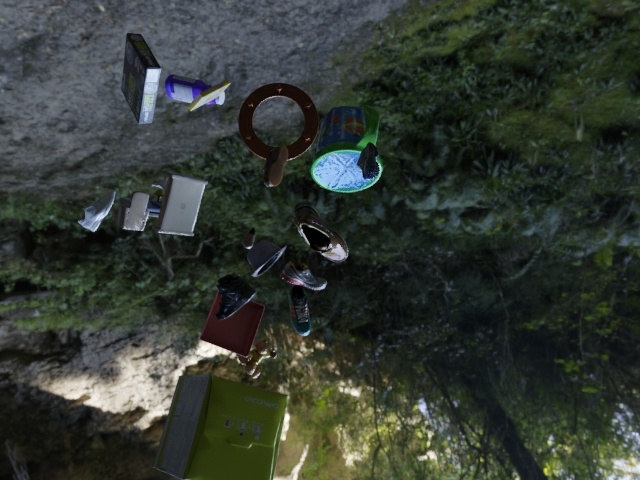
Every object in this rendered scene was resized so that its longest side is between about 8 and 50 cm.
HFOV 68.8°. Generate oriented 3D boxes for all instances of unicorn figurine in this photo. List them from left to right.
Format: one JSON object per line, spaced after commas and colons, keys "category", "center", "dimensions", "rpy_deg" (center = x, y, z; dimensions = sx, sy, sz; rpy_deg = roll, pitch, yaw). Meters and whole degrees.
{"category": "unicorn figurine", "center": [-0.660, -0.235, 2.010], "dimensions": [0.111, 0.060, 0.162], "rpy_deg": [-23, -134, -20]}

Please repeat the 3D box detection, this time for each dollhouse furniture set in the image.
{"category": "dollhouse furniture set", "center": [-0.591, -0.164, 1.619], "dimensions": [0.303, 0.198, 0.286], "rpy_deg": [24, -169, 40]}

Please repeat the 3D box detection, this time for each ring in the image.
{"category": "ring", "center": [-0.174, -0.494, 1.936], "dimensions": [0.336, 0.337, 0.032], "rpy_deg": [-12, 175, -4]}

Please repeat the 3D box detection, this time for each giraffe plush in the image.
{"category": "giraffe plush", "center": [-0.323, 0.591, 2.413], "dimensions": [0.170, 0.181, 0.210], "rpy_deg": [-34, 165, -10]}

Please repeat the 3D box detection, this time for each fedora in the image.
{"category": "fedora", "center": [-0.311, 0.078, 2.545], "dimensions": [0.243, 0.124, 0.275], "rpy_deg": [-42, 175, -23]}

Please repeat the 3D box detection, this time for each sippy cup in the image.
{"category": "sippy cup", "center": [0.084, -0.316, 1.561], "dimensions": [0.305, 0.240, 0.224], "rpy_deg": [-14, -122, 25]}

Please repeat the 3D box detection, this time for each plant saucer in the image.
{"category": "plant saucer", "center": [-0.413, 0.380, 2.180], "dimensions": [0.259, 0.259, 0.047], "rpy_deg": [30, 155, -29]}

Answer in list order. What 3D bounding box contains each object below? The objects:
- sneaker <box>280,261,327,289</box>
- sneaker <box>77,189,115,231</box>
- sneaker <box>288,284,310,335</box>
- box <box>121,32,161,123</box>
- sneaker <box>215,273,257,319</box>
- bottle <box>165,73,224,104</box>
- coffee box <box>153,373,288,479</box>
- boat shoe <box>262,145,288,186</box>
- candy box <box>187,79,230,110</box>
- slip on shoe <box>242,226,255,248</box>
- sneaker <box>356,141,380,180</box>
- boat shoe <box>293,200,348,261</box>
{"category": "sneaker", "center": [-0.061, 0.155, 2.040], "dimensions": [0.225, 0.093, 0.088], "rpy_deg": [20, -174, -33]}
{"category": "sneaker", "center": [-0.982, -0.142, 2.049], "dimensions": [0.212, 0.094, 0.080], "rpy_deg": [-54, -150, 8]}
{"category": "sneaker", "center": [-0.122, 0.390, 2.680], "dimensions": [0.108, 0.303, 0.121], "rpy_deg": [-9, 152, -17]}
{"category": "box", "center": [-0.717, -0.637, 1.856], "dimensions": [0.060, 0.216, 0.270], "rpy_deg": [-15, 152, -37]}
{"category": "sneaker", "center": [-0.339, 0.203, 1.718], "dimensions": [0.227, 0.130, 0.087], "rpy_deg": [-42, -179, 40]}
{"category": "bottle", "center": [-0.608, -0.723, 2.271], "dimensions": [0.282, 0.118, 0.092], "rpy_deg": [14, -126, 8]}
{"category": "coffee box", "center": [-0.365, 0.705, 1.732], "dimensions": [0.337, 0.339, 0.334], "rpy_deg": [25, 151, -28]}
{"category": "boat shoe", "center": [-0.176, -0.269, 1.727], "dimensions": [0.072, 0.073, 0.207], "rpy_deg": [-9, -138, 24]}
{"category": "candy box", "center": [-0.477, -0.626, 2.011], "dimensions": [0.105, 0.027, 0.206], "rpy_deg": [-32, -167, 40]}
{"category": "slip on shoe", "center": [-0.330, -0.013, 2.192], "dimensions": [0.051, 0.041, 0.135], "rpy_deg": [20, -147, -2]}
{"category": "sneaker", "center": [0.128, -0.208, 1.292], "dimensions": [0.058, 0.052, 0.135], "rpy_deg": [-35, -148, 40]}
{"category": "boat shoe", "center": [0.000, 0.000, 1.640], "dimensions": [0.110, 0.307, 0.105], "rpy_deg": [-29, -139, 20]}
